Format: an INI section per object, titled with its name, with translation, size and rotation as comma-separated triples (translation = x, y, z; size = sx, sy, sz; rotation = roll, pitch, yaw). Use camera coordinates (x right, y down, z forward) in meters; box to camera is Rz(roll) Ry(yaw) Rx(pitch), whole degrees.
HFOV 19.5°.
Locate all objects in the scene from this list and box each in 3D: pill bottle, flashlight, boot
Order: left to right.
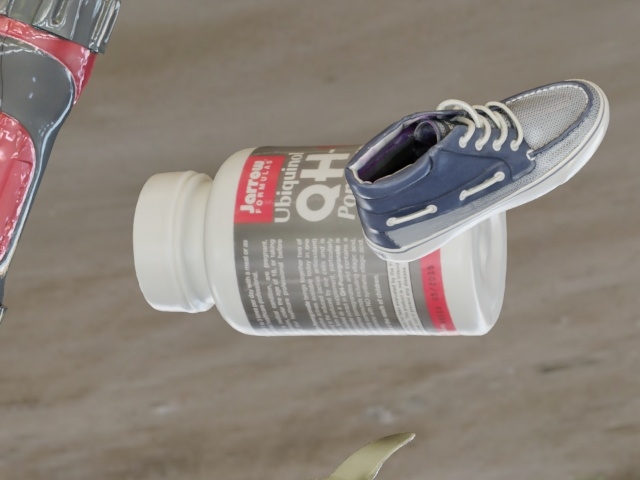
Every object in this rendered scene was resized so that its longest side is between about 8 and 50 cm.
[flashlight]
translation = -0.242, -0.054, 1.372
size = 0.103, 0.304, 0.103
rotation = 21, 179, -24
[pill bottle]
translation = 0.000, 0.000, 1.702
size = 0.318, 0.176, 0.176
rotation = -1, 163, 17
[boot]
translation = 0.105, -0.062, 1.217
size = 0.190, 0.069, 0.086
rotation = -35, 145, -9

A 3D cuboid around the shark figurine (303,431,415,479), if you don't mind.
[shark figurine]
translation = 0.039, 0.234, 1.274
size = 0.166, 0.116, 0.278
rotation = -29, -158, -12
